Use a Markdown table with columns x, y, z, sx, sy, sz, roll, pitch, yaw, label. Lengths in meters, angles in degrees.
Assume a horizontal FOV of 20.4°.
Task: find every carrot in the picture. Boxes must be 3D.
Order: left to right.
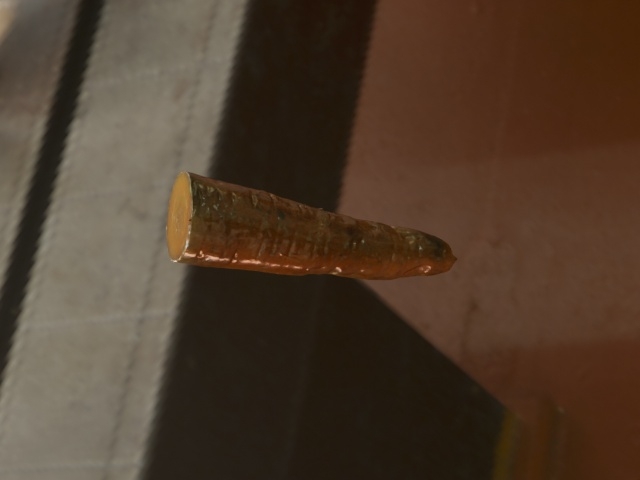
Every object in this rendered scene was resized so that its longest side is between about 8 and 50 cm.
| x | y | z | sx | sy | sz | roll | pitch | yaw | label |
| --- | --- | --- | --- | --- | --- | --- | --- | --- | --- |
| 0.000 | 0.000 | 1.209 | 0.061 | 0.209 | 0.061 | -170 | 90 | -68 | carrot |
